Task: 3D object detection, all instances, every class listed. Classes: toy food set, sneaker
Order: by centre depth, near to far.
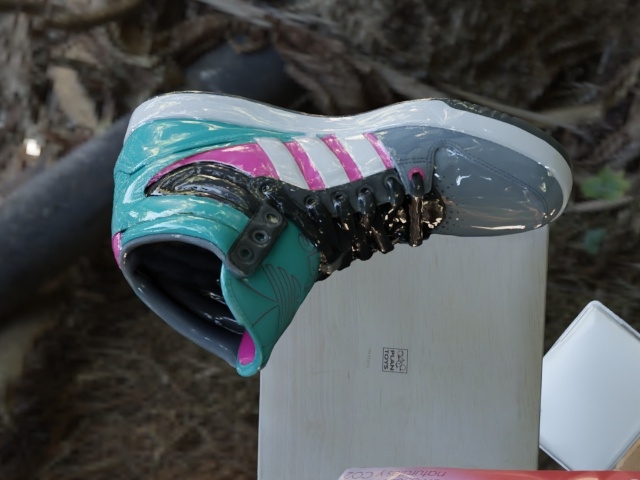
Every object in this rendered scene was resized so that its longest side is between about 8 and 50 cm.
[{"bbox_3d":[0.000,0.000,0.923,0.295,0.124,0.178,4,50,13],"label":"sneaker"},{"bbox_3d":[0.071,0.087,1.168,0.220,0.092,0.306,3,96,17],"label":"toy food set"}]

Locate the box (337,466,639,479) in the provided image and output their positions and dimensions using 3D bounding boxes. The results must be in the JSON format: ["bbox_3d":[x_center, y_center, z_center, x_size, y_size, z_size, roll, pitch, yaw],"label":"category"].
[{"bbox_3d":[0.123,0.174,0.483,0.300,0.142,0.154,-3,112,30],"label":"box"}]

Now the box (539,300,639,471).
[{"bbox_3d":[0.315,0.184,1.512,0.121,0.311,0.148,41,95,31],"label":"box"}]
